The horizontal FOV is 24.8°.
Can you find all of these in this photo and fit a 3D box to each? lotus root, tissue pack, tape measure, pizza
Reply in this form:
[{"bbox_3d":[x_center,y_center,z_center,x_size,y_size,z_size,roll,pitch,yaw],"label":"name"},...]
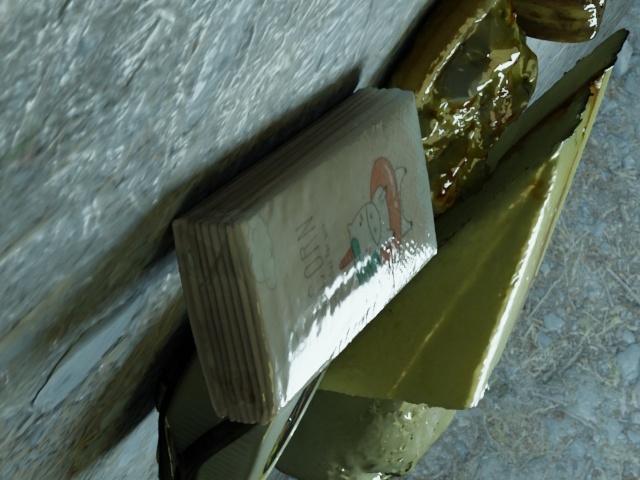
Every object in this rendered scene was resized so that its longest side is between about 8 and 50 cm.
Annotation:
[{"bbox_3d":[0.220,-0.264,1.444,0.095,0.135,0.159,-40,151,-52],"label":"lotus root"},{"bbox_3d":[0.000,0.000,1.196,0.325,0.071,0.170,-41,128,-55],"label":"tissue pack"},{"bbox_3d":[-0.070,0.121,1.378,0.231,0.133,0.271,-56,173,-40],"label":"tape measure"},{"bbox_3d":[0.132,-0.118,1.446,0.223,0.089,0.323,6,116,-58],"label":"pizza"}]

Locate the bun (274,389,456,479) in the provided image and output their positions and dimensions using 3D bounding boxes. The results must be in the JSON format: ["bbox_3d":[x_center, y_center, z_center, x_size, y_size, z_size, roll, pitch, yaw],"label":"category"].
[{"bbox_3d":[0.078,0.171,1.876,0.362,0.234,0.326,-44,180,-10],"label":"bun"}]

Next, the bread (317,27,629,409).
[{"bbox_3d":[0.162,-0.049,1.625,0.346,0.242,0.405,-49,154,-68],"label":"bread"}]
